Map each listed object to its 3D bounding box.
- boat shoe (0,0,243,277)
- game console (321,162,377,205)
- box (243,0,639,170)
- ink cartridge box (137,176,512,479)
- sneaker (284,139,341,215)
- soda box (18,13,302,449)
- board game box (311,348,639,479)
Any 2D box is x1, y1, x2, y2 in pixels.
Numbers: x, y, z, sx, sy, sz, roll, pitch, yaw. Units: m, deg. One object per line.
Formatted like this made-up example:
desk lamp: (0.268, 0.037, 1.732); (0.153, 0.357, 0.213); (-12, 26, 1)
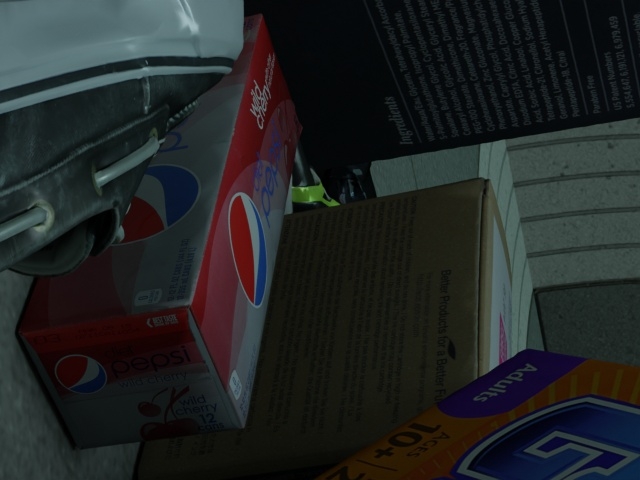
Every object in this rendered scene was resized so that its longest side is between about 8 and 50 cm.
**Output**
boat shoe: (-0.127, -0.043, 0.659); (0.335, 0.121, 0.119); (-29, 117, -65)
game console: (0.061, 0.083, 1.475); (0.213, 0.044, 0.361); (-75, 153, -64)
box: (0.114, -0.245, 1.143); (0.212, 0.395, 0.293); (61, 23, -55)
ink cartridge box: (0.013, 0.075, 0.945); (0.234, 0.193, 0.088); (-80, 156, -54)
sneaker: (0.000, 0.000, 1.109); (0.084, 0.097, 0.234); (48, -25, 52)
soda box: (-0.075, -0.014, 0.854); (0.263, 0.092, 0.083); (-82, 157, -51)
board game box: (0.129, 0.294, 0.637); (0.356, 0.356, 0.356); (-26, 112, -36)
